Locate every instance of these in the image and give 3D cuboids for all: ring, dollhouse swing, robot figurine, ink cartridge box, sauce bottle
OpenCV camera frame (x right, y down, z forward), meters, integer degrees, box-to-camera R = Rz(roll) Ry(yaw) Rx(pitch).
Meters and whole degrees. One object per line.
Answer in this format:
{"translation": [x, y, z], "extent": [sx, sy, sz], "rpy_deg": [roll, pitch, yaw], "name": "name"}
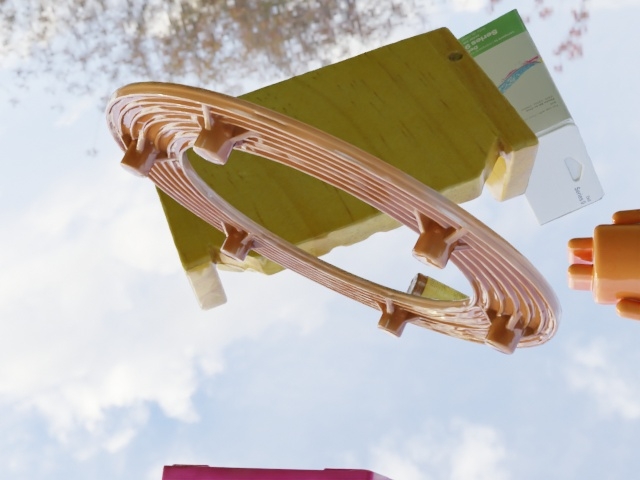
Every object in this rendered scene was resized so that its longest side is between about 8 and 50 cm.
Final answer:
{"translation": [0.000, 0.000, 0.693], "extent": [0.336, 0.336, 0.032], "rpy_deg": [15, -107, 39], "name": "ring"}
{"translation": [0.024, -0.015, 1.113], "extent": [0.346, 0.305, 0.315], "rpy_deg": [-20, -136, -6], "name": "dollhouse swing"}
{"translation": [0.483, 0.038, 1.537], "extent": [0.219, 0.128, 0.158], "rpy_deg": [-1, -150, 13], "name": "robot figurine"}
{"translation": [0.253, -0.149, 1.237], "extent": [0.093, 0.154, 0.212], "rpy_deg": [-27, -133, 12], "name": "ink cartridge box"}
{"translation": [0.157, 0.080, 1.137], "extent": [0.128, 0.042, 0.042], "rpy_deg": [26, -143, -2], "name": "sauce bottle"}

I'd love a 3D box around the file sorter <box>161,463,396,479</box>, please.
{"translation": [0.011, 0.318, 0.921], "extent": [0.202, 0.290, 0.182], "rpy_deg": [-6, -113, 28], "name": "file sorter"}
